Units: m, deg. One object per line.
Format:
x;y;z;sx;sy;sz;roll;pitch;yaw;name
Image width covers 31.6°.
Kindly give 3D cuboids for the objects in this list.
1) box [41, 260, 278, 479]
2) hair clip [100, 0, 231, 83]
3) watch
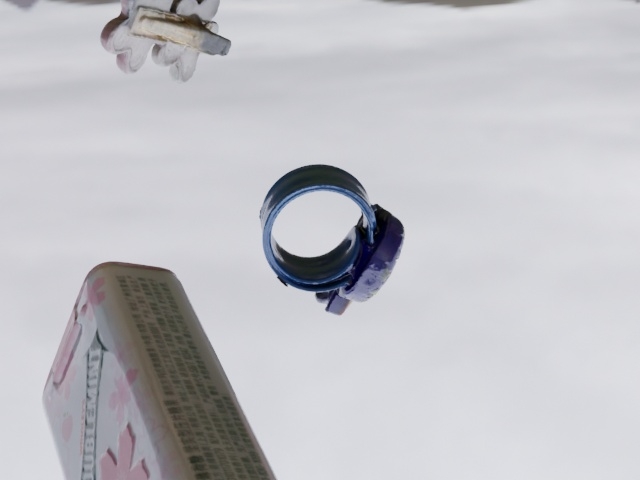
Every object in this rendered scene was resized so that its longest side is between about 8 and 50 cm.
-0.134;0.197;0.966;0.112;0.190;0.369;6;-148;-32;box
-0.204;-0.284;1.536;0.075;0.146;0.257;36;-163;26;hair clip
0.005;-0.004;1.637;0.200;0.196;0.171;30;-173;-17;watch
